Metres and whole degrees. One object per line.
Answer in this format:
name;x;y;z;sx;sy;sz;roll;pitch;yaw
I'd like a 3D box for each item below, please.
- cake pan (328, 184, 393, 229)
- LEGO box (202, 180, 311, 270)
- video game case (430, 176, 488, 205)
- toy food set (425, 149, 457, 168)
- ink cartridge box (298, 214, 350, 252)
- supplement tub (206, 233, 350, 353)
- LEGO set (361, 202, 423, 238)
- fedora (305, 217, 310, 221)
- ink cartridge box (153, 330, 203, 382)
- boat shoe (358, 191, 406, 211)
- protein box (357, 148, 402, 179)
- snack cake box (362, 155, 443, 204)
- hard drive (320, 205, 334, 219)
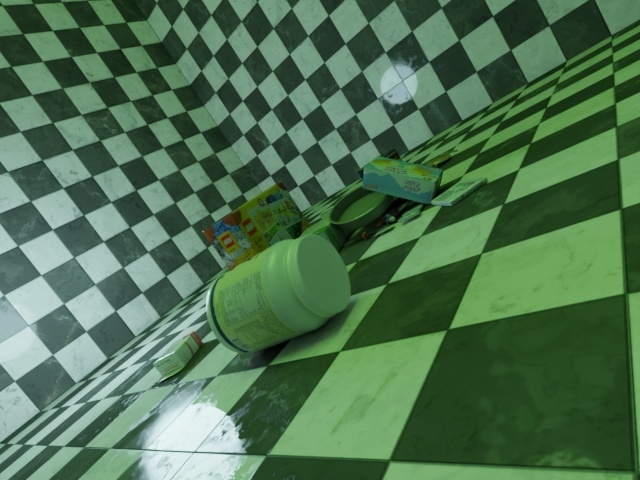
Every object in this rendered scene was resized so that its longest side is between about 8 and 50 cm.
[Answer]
cake pan;0.169;-0.143;1.691;0.293;0.054;0.293;-29;25;15
LEGO box;-0.254;-0.019;1.969;0.193;0.373;0.500;-28;11;29
video game case;0.450;-0.160;1.368;0.143;0.019;0.157;-34;9;-3
toy food set;0.584;-0.386;2.062;0.191;0.039;0.132;-31;15;-20
ink cartridge box;0.000;0.000;1.788;0.201;0.117;0.278;-30;10;25
supplement tub;-0.109;0.139;1.069;0.324;0.236;0.235;-28;11;32
LEGO set;0.261;-0.087;1.539;0.244;0.060;0.182;-29;6;31
fedora;-0.162;-0.030;2.488;0.243;0.125;0.275;-22;6;43
ink cartridge box;-0.537;0.431;1.559;0.115;0.067;0.198;-31;10;15
boat shoe;0.264;-0.172;1.826;0.339;0.127;0.113;-32;-30;24
protein box;0.316;-0.304;2.015;0.135;0.200;0.201;-36;10;-15
snack cake box;0.306;-0.230;1.559;0.264;0.089;0.152;17;32;21
hard drive;0.133;-0.179;2.291;0.210;0.040;0.318;-31;-4;16
